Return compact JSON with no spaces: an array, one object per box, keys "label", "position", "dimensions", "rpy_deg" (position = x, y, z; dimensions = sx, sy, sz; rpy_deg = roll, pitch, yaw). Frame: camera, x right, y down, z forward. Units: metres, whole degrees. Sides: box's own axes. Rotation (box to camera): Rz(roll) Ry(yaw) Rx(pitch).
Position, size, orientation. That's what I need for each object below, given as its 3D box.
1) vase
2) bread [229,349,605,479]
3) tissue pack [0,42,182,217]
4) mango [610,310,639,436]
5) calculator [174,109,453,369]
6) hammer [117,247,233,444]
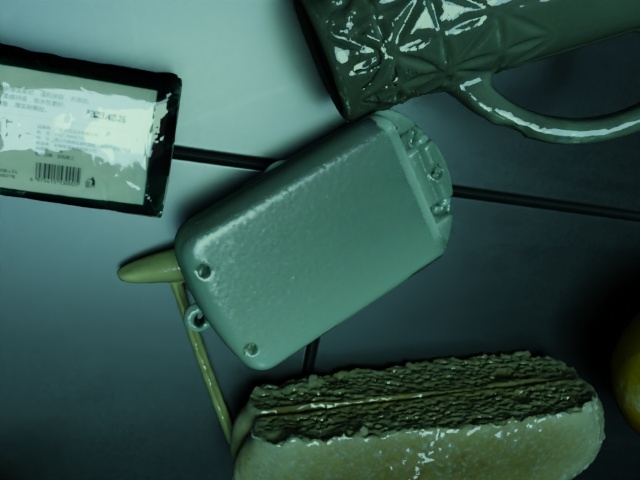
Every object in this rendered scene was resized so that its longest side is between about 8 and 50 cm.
[{"label":"vase","position":[0.140,-0.178,0.467],"dimensions":[0.300,0.156,0.251],"rpy_deg":[-23,92,0]},{"label":"bread","position":[0.089,0.207,0.596],"dimensions":[0.337,0.102,0.183],"rpy_deg":[-4,108,-12]},{"label":"tissue pack","position":[-0.186,-0.077,0.444],"dimensions":[0.170,0.090,0.103],"rpy_deg":[8,105,-18]},{"label":"mango","position":[0.411,0.119,0.629],"dimensions":[0.316,0.146,0.193],"rpy_deg":[3,110,-25]},{"label":"calculator","position":[0.000,0.000,0.524],"dimensions":[0.246,0.045,0.141],"rpy_deg":[-33,114,-11]},{"label":"hammer","position":[-0.110,0.099,0.555],"dimensions":[0.060,0.028,0.195],"rpy_deg":[-16,112,-4]}]
